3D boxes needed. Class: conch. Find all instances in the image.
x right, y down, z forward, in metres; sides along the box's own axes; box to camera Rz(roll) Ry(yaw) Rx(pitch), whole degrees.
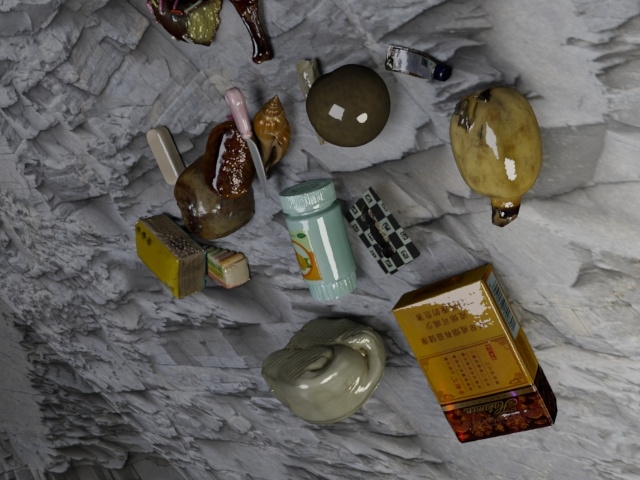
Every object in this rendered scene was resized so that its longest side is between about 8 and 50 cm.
[{"bbox_3d":[-0.133,-0.285,1.752,0.109,0.093,0.330,22,149,8],"label":"conch"}]

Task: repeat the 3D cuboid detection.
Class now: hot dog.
[{"bbox_3d":[-0.261,-0.239,1.822,0.161,0.099,0.226,15,108,-9],"label":"hot dog"}]

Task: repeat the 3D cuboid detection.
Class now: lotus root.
[{"bbox_3d":[0.378,-0.174,1.325,0.183,0.183,0.309,-2,114,40],"label":"lotus root"},{"bbox_3d":[-0.357,-0.129,1.960,0.272,0.192,0.272,26,135,30],"label":"lotus root"}]

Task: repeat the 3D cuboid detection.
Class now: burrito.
[{"bbox_3d":[-0.007,-0.360,1.612,0.087,0.060,0.226,-6,111,47],"label":"burrito"}]

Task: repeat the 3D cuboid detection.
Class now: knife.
[{"bbox_3d":[-0.187,-0.263,1.741,0.081,0.043,0.335,31,145,60],"label":"knife"}]

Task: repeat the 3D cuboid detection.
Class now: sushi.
[{"bbox_3d":[0.175,-0.029,1.653,0.215,0.050,0.192,55,151,7],"label":"sushi"}]

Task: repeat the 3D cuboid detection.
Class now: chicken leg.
[{"bbox_3d":[-0.171,-0.651,1.572,0.158,0.096,0.407,15,126,11],"label":"chicken leg"}]

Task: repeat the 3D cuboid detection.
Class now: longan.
[{"bbox_3d":[0.063,-0.318,1.491,0.212,0.198,0.198,1,115,24],"label":"longan"}]

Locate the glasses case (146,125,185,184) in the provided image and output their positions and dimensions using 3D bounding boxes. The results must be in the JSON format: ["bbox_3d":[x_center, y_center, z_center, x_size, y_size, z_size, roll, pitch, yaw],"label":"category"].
[{"bbox_3d":[-0.512,-0.283,2.082,0.083,0.050,0.196,-9,107,45],"label":"glasses case"}]

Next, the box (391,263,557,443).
[{"bbox_3d":[0.389,0.296,1.578,0.264,0.116,0.415,-25,98,31],"label":"box"}]

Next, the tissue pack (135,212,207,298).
[{"bbox_3d":[-0.530,0.051,2.197,0.271,0.134,0.192,38,134,33],"label":"tissue pack"}]

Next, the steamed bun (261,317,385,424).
[{"bbox_3d":[0.018,0.397,1.831,0.368,0.342,0.255,5,122,57],"label":"steamed bun"}]

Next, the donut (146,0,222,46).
[{"bbox_3d":[-0.372,-0.717,1.668,0.259,0.136,0.345,38,131,13],"label":"donut"}]

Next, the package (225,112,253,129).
[{"bbox_3d":[-0.238,-0.343,1.834,0.059,0.029,0.083,-25,107,40],"label":"package"}]

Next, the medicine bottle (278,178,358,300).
[{"bbox_3d":[0.000,0.000,1.740,0.158,0.158,0.318,-2,112,40],"label":"medicine bottle"}]

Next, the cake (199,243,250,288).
[{"bbox_3d":[-0.352,0.089,2.133,0.225,0.090,0.109,11,124,36],"label":"cake"}]

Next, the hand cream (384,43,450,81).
[{"bbox_3d":[0.220,-0.400,1.424,0.163,0.039,0.062,29,131,32],"label":"hand cream"}]
